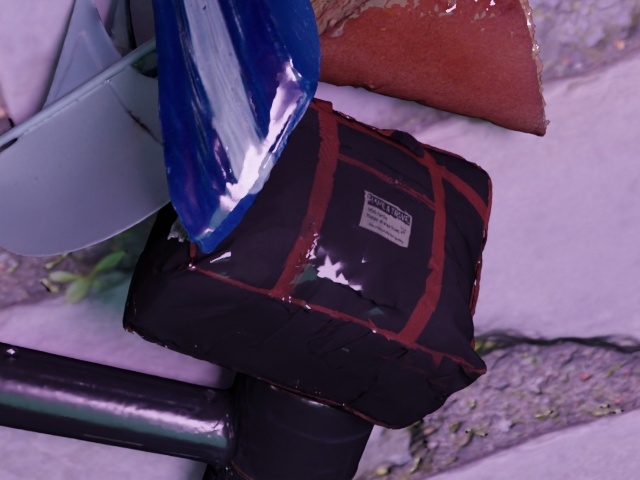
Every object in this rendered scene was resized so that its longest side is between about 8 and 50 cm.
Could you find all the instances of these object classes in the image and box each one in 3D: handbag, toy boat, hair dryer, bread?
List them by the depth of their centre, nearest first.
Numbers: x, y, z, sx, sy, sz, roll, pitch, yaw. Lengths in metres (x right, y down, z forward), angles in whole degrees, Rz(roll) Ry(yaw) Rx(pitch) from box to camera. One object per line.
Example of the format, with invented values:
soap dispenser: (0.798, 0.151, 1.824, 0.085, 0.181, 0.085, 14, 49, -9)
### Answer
toy boat: (-0.122, -0.088, 0.661, 0.291, 0.210, 0.070, -3, 157, 37)
bread: (0.067, -0.136, 0.712, 0.192, 0.067, 0.119, 9, 117, -17)
handbag: (0.000, 0.000, 0.716, 0.215, 0.169, 0.155, 23, 139, -25)
hair dryer: (-0.145, 0.128, 0.817, 0.352, 0.107, 0.189, 13, 118, -10)
